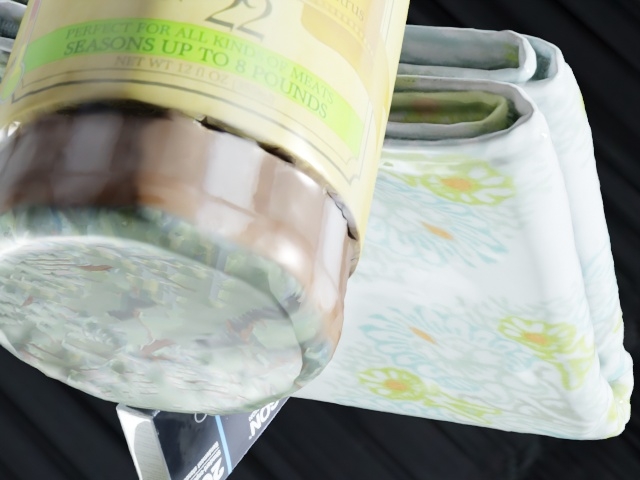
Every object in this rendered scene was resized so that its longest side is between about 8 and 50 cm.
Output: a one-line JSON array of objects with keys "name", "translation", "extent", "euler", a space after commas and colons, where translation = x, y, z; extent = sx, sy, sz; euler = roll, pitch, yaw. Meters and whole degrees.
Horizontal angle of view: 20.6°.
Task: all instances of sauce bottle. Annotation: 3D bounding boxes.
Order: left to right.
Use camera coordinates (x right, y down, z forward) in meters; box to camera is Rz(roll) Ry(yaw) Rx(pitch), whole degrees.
[{"name": "sauce bottle", "translation": [-0.020, -0.120, 0.546], "extent": [0.111, 0.111, 0.344], "euler": [111, -10, -59]}]

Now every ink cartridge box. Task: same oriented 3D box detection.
[{"name": "ink cartridge box", "translation": [-0.091, 0.158, 1.604], "extent": [0.206, 0.045, 0.208], "euler": [-50, 146, -36]}]

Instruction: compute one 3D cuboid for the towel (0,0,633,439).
[{"name": "towel", "translation": [0.000, 0.000, 0.988], "extent": [0.374, 0.320, 0.090], "euler": [65, 40, -57]}]
